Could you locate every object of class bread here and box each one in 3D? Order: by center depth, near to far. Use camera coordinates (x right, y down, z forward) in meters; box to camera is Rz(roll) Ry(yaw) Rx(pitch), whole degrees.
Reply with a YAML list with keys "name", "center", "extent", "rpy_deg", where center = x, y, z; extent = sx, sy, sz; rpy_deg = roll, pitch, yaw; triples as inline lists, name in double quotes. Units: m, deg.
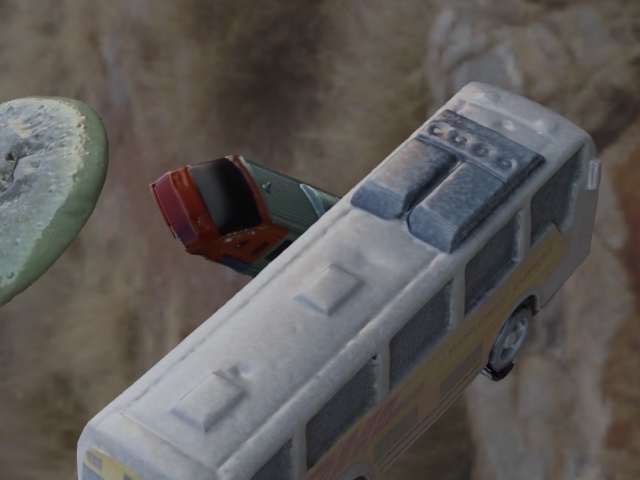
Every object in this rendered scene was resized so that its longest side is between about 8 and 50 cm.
- name: "bread"
  center: [-0.181, -0.032, 0.993]
  extent: [0.036, 0.112, 0.193]
  rpy_deg: [51, -148, -38]

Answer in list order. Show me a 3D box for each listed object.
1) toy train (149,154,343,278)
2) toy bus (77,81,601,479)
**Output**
- name: "toy train"
  center: [0.000, 0.000, 1.538]
  extent: [0.089, 0.409, 0.086]
  rpy_deg: [-38, 60, 19]
- name: "toy bus"
  center: [0.019, 0.049, 0.833]
  extent: [0.342, 0.097, 0.138]
  rpy_deg: [-42, -32, -33]
